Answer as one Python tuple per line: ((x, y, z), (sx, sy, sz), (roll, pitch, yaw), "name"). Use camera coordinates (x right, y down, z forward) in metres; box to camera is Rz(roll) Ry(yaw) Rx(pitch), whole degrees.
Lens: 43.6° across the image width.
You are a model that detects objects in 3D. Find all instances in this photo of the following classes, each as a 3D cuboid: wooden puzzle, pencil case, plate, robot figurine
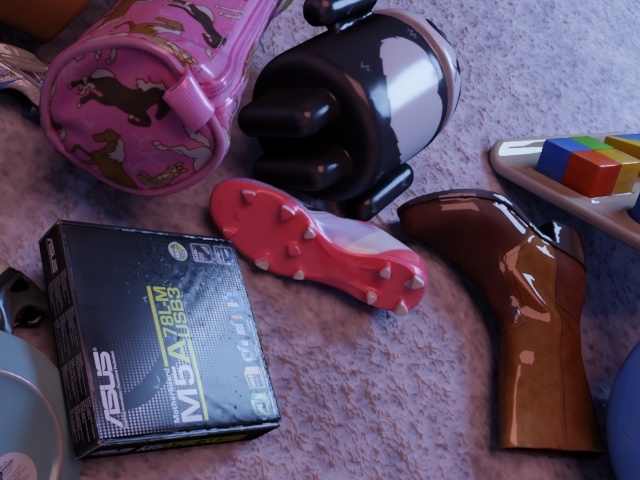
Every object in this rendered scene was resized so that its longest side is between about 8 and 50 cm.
((0.449, -0.068, 1.052), (0.322, 0.080, 0.348), (-8, 36, -36), "wooden puzzle")
((-0.125, -0.203, 0.773), (0.160, 0.167, 0.386), (26, 41, -10), "pencil case")
((-0.240, 0.153, 0.553), (0.188, 0.024, 0.188), (16, 69, -49), "plate")
((0.040, -0.149, 0.873), (0.173, 0.209, 0.278), (41, 47, 14), "robot figurine")

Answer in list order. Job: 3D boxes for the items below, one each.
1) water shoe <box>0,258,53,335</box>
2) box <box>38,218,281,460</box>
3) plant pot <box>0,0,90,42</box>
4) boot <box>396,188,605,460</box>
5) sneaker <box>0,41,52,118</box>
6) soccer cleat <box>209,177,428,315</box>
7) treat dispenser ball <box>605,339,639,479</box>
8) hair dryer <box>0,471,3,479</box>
((-0.269, 0.099, 0.592), (0.080, 0.073, 0.203), (33, 50, -14), "water shoe")
((-0.134, 0.081, 0.681), (0.184, 0.045, 0.190), (10, 55, -47), "box")
((-0.273, -0.326, 0.744), (0.203, 0.291, 0.291), (41, 46, -26), "plant pot")
((0.199, 0.097, 0.900), (0.264, 0.096, 0.280), (21, 60, -29), "boot")
((-0.263, -0.141, 0.769), (0.135, 0.052, 0.058), (11, 77, -34), "sneaker")
((0.000, 0.000, 0.832), (0.248, 0.083, 0.095), (24, 22, -11), "soccer cleat")
((0.449, 0.203, 0.831), (0.288, 0.288, 0.288), (16, 54, -23), "treat dispenser ball")
((-0.216, 0.261, 0.435), (0.293, 0.223, 0.080), (50, 17, 2), "hair dryer")
